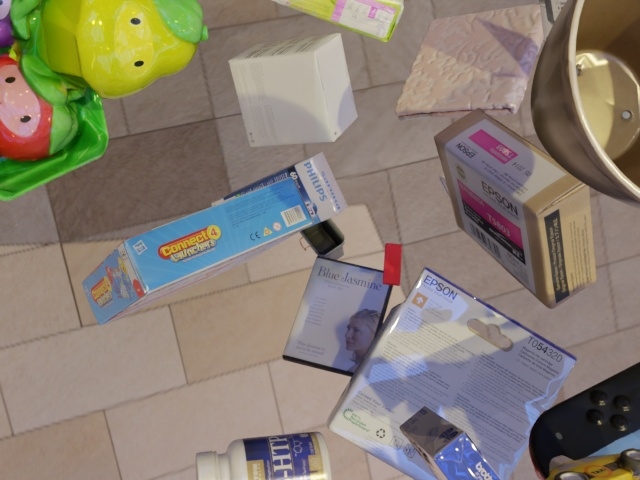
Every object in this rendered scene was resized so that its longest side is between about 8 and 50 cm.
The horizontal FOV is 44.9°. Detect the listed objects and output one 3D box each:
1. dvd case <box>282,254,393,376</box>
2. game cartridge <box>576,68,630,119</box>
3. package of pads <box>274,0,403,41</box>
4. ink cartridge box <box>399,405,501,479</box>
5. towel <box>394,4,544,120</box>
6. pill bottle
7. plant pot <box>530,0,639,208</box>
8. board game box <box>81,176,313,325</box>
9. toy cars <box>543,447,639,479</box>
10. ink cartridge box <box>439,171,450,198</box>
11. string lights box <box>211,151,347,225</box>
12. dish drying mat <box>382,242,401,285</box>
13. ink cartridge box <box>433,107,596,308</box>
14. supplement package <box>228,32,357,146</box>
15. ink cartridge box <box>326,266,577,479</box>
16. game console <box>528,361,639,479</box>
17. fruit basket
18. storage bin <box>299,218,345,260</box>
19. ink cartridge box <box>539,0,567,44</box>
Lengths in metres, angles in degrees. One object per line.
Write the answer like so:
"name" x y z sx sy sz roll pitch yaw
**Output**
"dvd case" 0.042 0.157 1.629 0.180 0.022 0.253 12 58 12
"game cartridge" 0.447 -0.230 0.946 0.198 0.297 0.062 42 43 -21
"package of pads" 0.035 -0.553 1.668 0.296 0.229 0.101 19 129 -7
"ink cartridge box" 0.150 0.249 0.871 0.046 0.207 0.097 -37 89 -6
"towel" 0.363 -0.421 1.850 0.053 0.316 0.332 50 53 -42
"pill bottle" -0.084 0.341 1.122 0.186 0.112 0.112 -3 96 -13
"plant pot" 0.302 -0.141 0.711 0.256 0.274 0.257 0 92 -3
"board game box" -0.214 0.022 1.301 0.308 0.302 0.086 -24 88 -32
"toy cars" 0.341 0.193 0.829 0.394 0.087 0.176 -49 118 -13
"ink cartridge box" 0.403 -0.106 1.934 0.082 0.190 0.140 -42 134 -4
"string lights box" -0.089 -0.076 1.660 0.259 0.077 0.133 -22 98 23
"dish drying mat" 0.132 0.044 1.419 0.032 0.008 0.083 8 63 -3
"ink cartridge box" 0.271 -0.048 1.087 0.088 0.235 0.193 -32 132 -8
"supplement package" -0.054 -0.318 1.647 0.149 0.203 0.194 -51 135 -53
"ink cartridge box" 0.229 0.264 1.364 0.324 0.071 0.330 32 88 -4
"game console" 0.478 0.306 0.917 0.342 0.387 0.060 -27 140 -6
"fruit basket" -0.355 -0.261 1.028 0.391 0.283 0.392 10 116 20
"storage bin" 0.000 0.000 1.967 0.098 0.091 0.135 -34 60 -8
"ink cartridge box" 0.520 -0.467 1.520 0.092 0.158 0.218 -27 114 -34
